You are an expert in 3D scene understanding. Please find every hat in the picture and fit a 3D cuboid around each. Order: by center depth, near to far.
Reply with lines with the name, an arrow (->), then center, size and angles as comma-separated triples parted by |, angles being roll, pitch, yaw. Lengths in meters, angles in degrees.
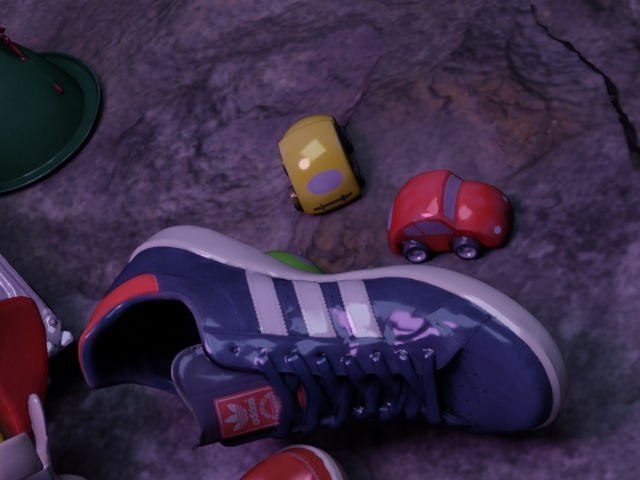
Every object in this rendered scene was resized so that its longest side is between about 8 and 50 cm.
hat -> -0.322, -0.170, 1.523 | 0.173, 0.183, 0.208 | -42, 47, -12

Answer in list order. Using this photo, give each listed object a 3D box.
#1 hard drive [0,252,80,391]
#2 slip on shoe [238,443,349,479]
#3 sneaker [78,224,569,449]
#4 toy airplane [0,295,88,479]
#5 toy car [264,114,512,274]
hard drive -> -0.386, 0.042, 1.351 | 0.237, 0.064, 0.339 | -38, 70, -16
slip on shoe -> -0.104, 0.257, 1.106 | 0.331, 0.101, 0.123 | -43, 45, -16
sneaker -> -0.010, 0.092, 1.152 | 0.350, 0.131, 0.148 | 9, 36, 29
toy airplane -> -0.313, 0.207, 1.060 | 0.384, 0.272, 0.386 | -40, 13, -1
toy car -> 0.000, 0.000, 1.311 | 0.239, 0.053, 0.225 | 27, 67, 40
